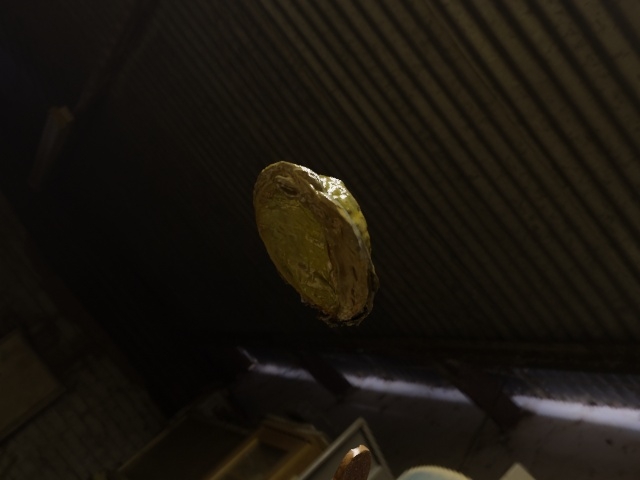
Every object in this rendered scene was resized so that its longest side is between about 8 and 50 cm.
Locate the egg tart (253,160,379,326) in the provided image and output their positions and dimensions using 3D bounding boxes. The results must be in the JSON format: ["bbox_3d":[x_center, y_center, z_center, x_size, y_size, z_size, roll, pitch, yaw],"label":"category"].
[{"bbox_3d":[0.000,0.000,1.176,0.279,0.095,0.279,42,-31,32],"label":"egg tart"}]

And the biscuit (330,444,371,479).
[{"bbox_3d":[0.043,0.426,1.370,0.023,0.118,0.140,31,-61,35],"label":"biscuit"}]
